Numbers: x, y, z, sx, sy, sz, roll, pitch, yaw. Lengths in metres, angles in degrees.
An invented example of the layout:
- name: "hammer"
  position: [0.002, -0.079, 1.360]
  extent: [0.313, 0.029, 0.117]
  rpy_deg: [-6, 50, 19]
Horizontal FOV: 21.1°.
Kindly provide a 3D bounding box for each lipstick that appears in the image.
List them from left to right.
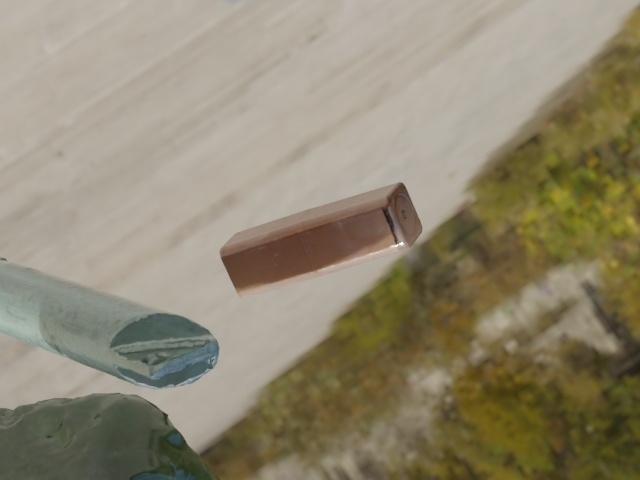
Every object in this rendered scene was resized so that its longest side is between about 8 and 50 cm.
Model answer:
- name: "lipstick"
  position: [0.000, 0.000, 1.272]
  extent: [0.145, 0.045, 0.045]
  rpy_deg: [-17, -163, 26]

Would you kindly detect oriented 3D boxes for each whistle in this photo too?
- name: "whistle"
  position: [-0.187, 0.063, 1.324]
  extent: [0.062, 0.062, 0.312]
  rpy_deg: [-30, -155, -30]

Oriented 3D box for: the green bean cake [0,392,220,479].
- name: "green bean cake"
  position: [-0.218, 0.261, 1.057]
  extent: [0.300, 0.169, 0.307]
  rpy_deg: [-10, -138, 29]
